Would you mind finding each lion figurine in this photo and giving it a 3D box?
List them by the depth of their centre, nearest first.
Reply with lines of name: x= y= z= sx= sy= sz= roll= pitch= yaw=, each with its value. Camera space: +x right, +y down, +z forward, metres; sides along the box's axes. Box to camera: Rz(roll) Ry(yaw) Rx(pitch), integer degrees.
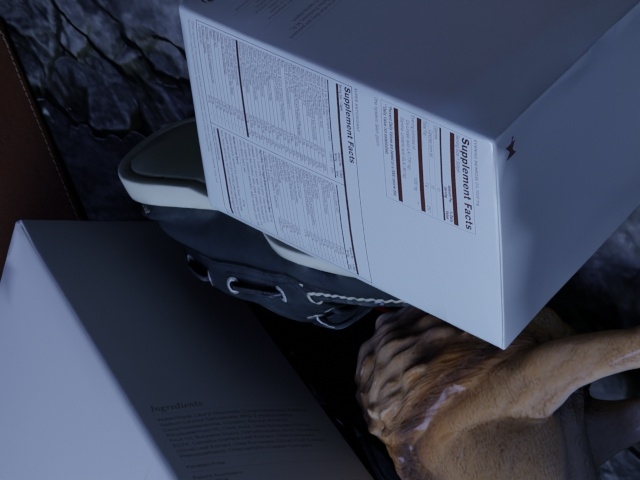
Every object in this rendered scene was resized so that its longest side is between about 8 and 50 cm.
lion figurine: x=0.129 y=0.178 z=1.196 sx=0.240 sy=0.392 sz=0.142 roll=-20 pitch=136 yaw=24

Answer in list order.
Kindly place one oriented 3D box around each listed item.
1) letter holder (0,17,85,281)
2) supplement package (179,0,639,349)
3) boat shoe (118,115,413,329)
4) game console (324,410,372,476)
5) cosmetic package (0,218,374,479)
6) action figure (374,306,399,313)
letter holder: x=-0.321 y=-0.003 z=1.593 sx=0.152 sy=0.214 sz=0.302 roll=13 pitch=134 yaw=41
supplement package: x=0.068 y=-0.086 z=1.077 sx=0.203 sy=0.194 sz=0.149 roll=26 pitch=142 yaw=30
boat shoe: x=-0.003 y=0.002 z=1.316 sx=0.340 sy=0.127 sz=0.113 roll=11 pitch=134 yaw=45
game console: x=-0.023 y=0.209 z=1.597 sx=0.144 sy=0.124 sz=0.085 roll=65 pitch=170 yaw=-24
cosmetic package: x=-0.111 y=0.160 z=1.405 sx=0.365 sy=0.155 sz=0.197 roll=54 pitch=134 yaw=45
action figure: x=0.004 y=0.030 z=1.428 sx=0.115 sy=0.030 sz=0.038 roll=24 pitch=146 yaw=35
